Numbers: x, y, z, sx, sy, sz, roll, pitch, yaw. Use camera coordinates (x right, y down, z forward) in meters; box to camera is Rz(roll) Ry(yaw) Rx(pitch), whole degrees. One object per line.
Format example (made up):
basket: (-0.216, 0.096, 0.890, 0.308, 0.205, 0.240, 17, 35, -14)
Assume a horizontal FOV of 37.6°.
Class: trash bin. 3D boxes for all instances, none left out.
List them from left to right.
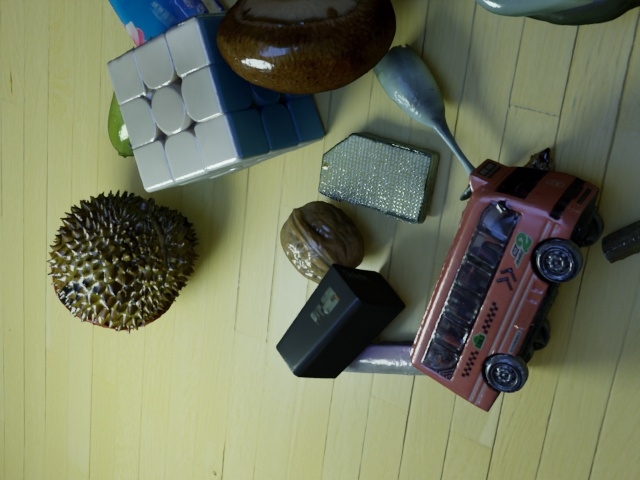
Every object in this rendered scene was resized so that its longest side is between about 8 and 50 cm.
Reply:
trash bin: (0.035, 0.172, 1.937, 0.225, 0.165, 0.115, -51, 56, 21)

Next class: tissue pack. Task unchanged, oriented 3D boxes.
tissue pack: (-0.360, -0.544, 2.089, 0.209, 0.137, 0.270, -37, 79, 36)

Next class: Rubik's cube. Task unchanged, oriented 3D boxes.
Rubik's cube: (-0.215, -0.290, 1.955, 0.291, 0.290, 0.292, -16, 94, 39)

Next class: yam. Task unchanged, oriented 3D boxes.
yam: (0.546, -0.006, 1.612, 0.132, 0.054, 0.054, -29, 84, 40)

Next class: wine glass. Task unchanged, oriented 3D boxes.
wine glass: (0.155, -0.196, 1.721, 0.310, 0.264, 0.096, 56, 144, 10)

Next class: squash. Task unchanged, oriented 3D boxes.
squash: (-0.431, -0.309, 2.217, 0.132, 0.132, 0.247, 37, 124, 23)

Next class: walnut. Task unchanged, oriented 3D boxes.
walnut: (0.000, 0.000, 1.965, 0.184, 0.155, 0.155, 48, 126, 20)

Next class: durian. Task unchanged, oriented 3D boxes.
durian: (-0.466, 0.049, 2.217, 0.347, 0.347, 0.384, 42, 127, 21)

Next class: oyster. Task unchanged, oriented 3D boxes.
oyster: (0.382, -0.110, 1.719, 0.086, 0.029, 0.132, 13, 112, 34)

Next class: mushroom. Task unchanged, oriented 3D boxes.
mushroom: (-0.041, -0.429, 1.750, 0.345, 0.345, 0.260, 15, 137, 33)

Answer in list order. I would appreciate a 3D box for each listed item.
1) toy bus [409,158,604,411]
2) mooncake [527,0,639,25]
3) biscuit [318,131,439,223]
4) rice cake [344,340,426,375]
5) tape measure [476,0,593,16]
toy bus: (0.326, 0.073, 1.680, 0.233, 0.203, 0.427, 27, 121, 17)
mooncake: (0.408, -0.515, 1.483, 0.356, 0.194, 0.357, 12, 112, 31)
biscuit: (0.113, -0.134, 1.903, 0.252, 0.052, 0.150, 18, 110, 31)
rice cake: (0.113, 0.248, 2.003, 0.398, 0.064, 0.070, -4, 93, 38)
tape measure: (0.308, -0.453, 1.377, 0.243, 0.125, 0.246, 14, 109, 38)
